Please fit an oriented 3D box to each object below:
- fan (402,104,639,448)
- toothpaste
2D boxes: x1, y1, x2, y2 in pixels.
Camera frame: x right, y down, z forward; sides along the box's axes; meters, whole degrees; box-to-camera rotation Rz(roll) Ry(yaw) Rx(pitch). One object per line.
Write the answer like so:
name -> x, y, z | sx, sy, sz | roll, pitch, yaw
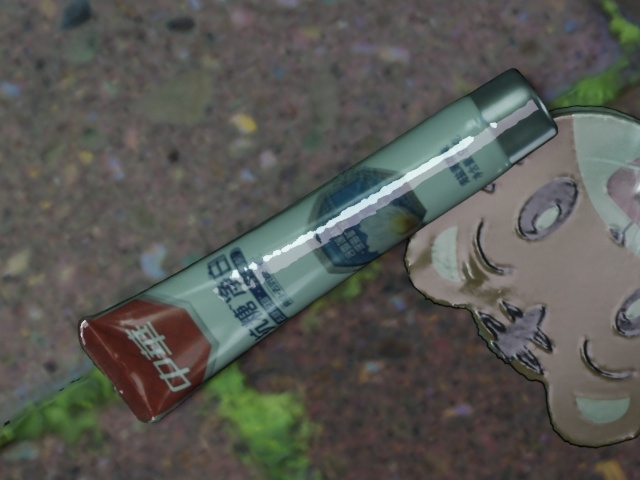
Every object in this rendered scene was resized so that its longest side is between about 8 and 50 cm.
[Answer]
fan -> 0.158, -0.019, 0.932 | 0.152, 0.008, 0.227 | 43, 97, -8
toothpaste -> 0.000, 0.000, 0.916 | 0.239, 0.039, 0.062 | -33, 107, 6
